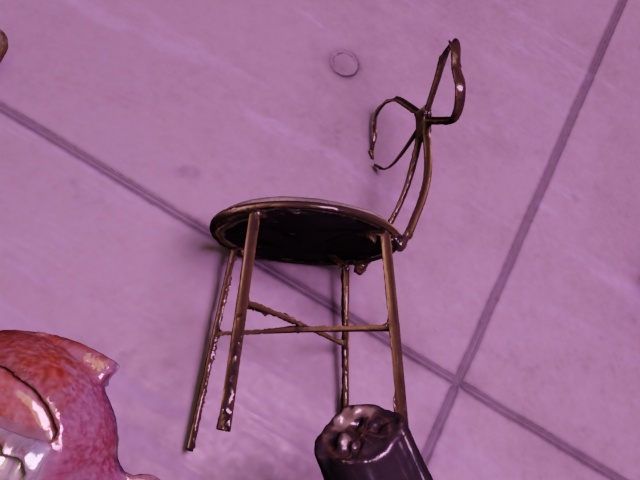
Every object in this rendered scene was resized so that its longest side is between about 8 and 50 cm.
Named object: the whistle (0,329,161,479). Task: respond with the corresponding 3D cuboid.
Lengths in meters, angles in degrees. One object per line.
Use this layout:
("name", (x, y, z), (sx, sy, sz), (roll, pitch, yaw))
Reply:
("whistle", (-0.261, 0.107, 0.547), (0.346, 0.134, 0.142), (21, 101, 0))

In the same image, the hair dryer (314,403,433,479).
("hair dryer", (-0.031, 0.295, 0.527), (0.359, 0.120, 0.304), (-28, 114, -9))

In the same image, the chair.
("chair", (0.000, 0.000, 0.653), (0.170, 0.160, 0.326), (10, 71, -14))

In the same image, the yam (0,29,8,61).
("yam", (-0.284, -0.128, 0.673), (0.043, 0.043, 0.094), (22, 63, -8))
